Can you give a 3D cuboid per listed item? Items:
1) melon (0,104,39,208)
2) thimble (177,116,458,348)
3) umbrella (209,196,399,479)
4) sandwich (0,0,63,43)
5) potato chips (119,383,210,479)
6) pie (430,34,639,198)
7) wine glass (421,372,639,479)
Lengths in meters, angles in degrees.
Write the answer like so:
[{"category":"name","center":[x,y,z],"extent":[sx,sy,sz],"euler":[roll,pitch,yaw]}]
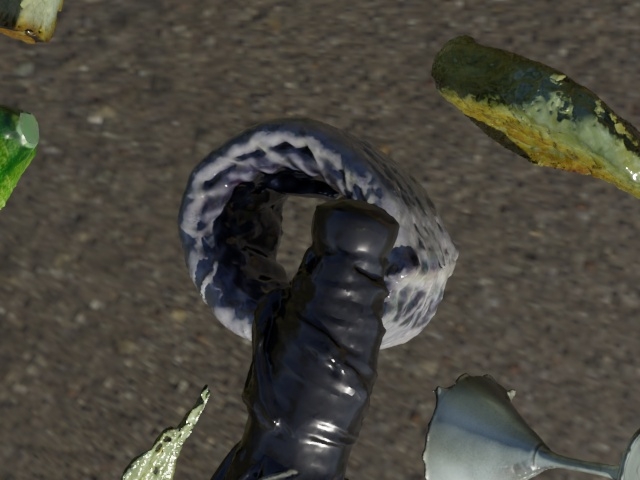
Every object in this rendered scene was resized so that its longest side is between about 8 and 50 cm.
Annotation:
[{"category":"melon","center":[-0.425,-0.049,1.806],"extent":[0.323,0.124,0.196],"euler":[-21,111,-1]},{"category":"thimble","center":[0.000,0.000,1.808],"extent":[0.217,0.245,0.157],"euler":[-66,158,9]},{"category":"umbrella","center":[-0.016,0.143,1.264],"extent":[0.113,0.106,0.357],"euler":[13,99,-6]},{"category":"sandwich","center":[-0.299,-0.310,1.669],"extent":[0.095,0.273,0.249],"euler":[23,98,19]},{"category":"potato chips","center":[-0.174,0.243,1.973],"extent":[0.092,0.028,0.207],"euler":[-7,129,-57]},{"category":"pie","center":[0.235,-0.115,1.829],"extent":[0.277,0.277,0.078],"euler":[27,89,-24]},{"category":"wine glass","center":[0.234,0.218,1.873],"extent":[0.156,0.232,0.156],"euler":[-8,101,-48]}]
